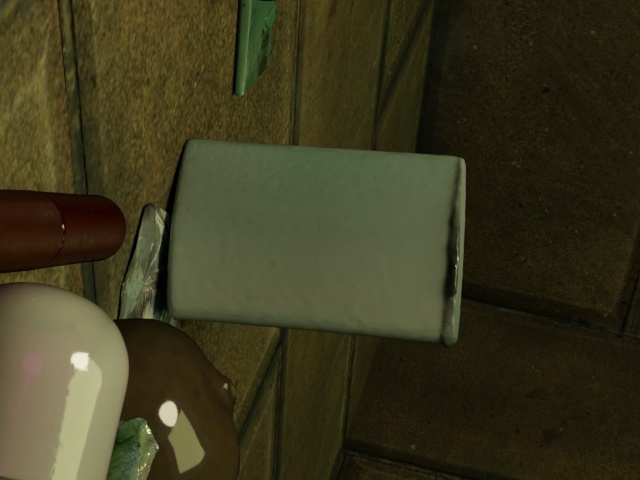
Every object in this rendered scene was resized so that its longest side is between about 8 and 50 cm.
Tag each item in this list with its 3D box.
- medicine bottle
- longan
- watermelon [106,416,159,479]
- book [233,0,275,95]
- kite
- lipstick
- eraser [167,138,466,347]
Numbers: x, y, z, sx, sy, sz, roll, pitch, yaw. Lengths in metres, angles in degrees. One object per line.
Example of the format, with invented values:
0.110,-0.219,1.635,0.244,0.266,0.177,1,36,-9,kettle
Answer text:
-0.213,0.195,0.786,0.130,0.130,0.341,45,58,-79,medicine bottle
-0.150,0.154,0.990,0.189,0.189,0.189,12,90,-80,longan
-0.167,0.223,0.892,0.187,0.139,0.071,-41,-153,13,watermelon
-0.071,-0.244,1.384,0.103,0.017,0.135,-61,161,-57,book
-0.149,0.033,1.291,0.310,0.015,0.169,-31,132,-76,kite
-0.207,-0.006,0.785,0.356,0.057,0.057,-11,113,-79,lipstick
0.000,0.000,1.239,0.104,0.290,0.189,0,95,-80,eraser
